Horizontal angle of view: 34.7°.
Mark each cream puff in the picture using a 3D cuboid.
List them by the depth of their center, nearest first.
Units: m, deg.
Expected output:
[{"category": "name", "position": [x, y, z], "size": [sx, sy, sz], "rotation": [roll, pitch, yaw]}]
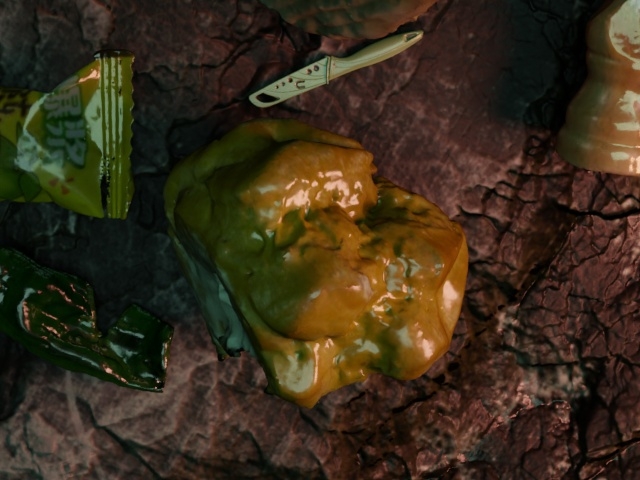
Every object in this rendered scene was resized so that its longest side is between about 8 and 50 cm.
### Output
[{"category": "cream puff", "position": [-0.005, -0.006, 1.042], "size": [0.270, 0.323, 0.274], "rotation": [-28, 113, -20]}]

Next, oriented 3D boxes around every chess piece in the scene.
[{"category": "chess piece", "position": [0.339, -0.219, 1.053], "size": [0.137, 0.137, 0.301], "rotation": [7, 114, -4]}]

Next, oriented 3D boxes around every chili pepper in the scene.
[{"category": "chili pepper", "position": [-0.279, 0.093, 1.143], "size": [0.253, 0.083, 0.099], "rotation": [28, 89, -11]}]

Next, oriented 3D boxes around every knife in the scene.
[{"category": "knife", "position": [0.017, -0.193, 1.133], "size": [0.207, 0.014, 0.030], "rotation": [-23, 103, 3]}]

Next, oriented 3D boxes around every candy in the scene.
[{"category": "candy", "position": [-0.341, -0.109, 1.103], "size": [0.297, 0.081, 0.187], "rotation": [1, 101, 9]}]

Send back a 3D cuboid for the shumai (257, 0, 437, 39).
[{"category": "shumai", "position": [0.063, -0.364, 1.032], "size": [0.267, 0.314, 0.262], "rotation": [55, 50, -11]}]
